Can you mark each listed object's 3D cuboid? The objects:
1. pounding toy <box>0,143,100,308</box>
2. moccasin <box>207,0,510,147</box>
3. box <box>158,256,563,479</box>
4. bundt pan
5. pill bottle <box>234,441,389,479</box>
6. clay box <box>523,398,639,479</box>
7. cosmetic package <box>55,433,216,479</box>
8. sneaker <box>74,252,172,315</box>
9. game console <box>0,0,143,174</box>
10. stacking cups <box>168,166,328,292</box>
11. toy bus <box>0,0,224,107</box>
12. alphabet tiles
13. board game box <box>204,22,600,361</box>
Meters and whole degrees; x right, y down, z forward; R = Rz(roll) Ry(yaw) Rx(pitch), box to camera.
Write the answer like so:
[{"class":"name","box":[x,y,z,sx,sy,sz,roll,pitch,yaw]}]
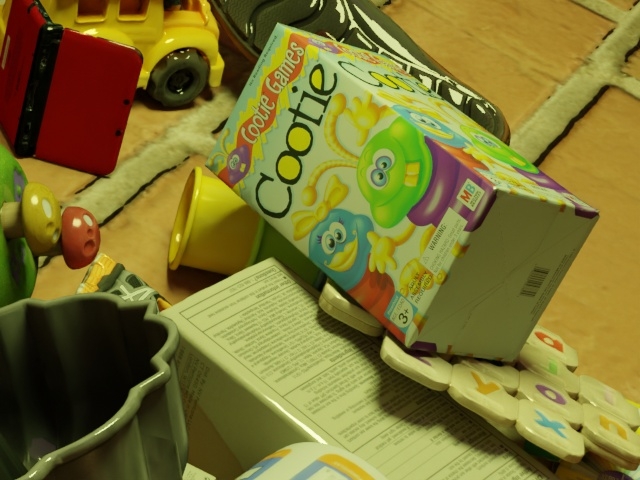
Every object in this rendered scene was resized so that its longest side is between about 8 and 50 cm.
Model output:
[{"class":"pounding toy","box":[-0.239,-0.033,1.342,0.110,0.236,0.183,-5,20,6]},{"class":"moccasin","box":[0.034,-0.183,1.774,0.380,0.139,0.147,33,-8,11]},{"class":"box","box":[0.017,0.162,1.319,0.311,0.121,0.148,38,39,24]},{"class":"bundt pan","box":[-0.230,0.160,1.112,0.331,0.124,0.331,-15,19,5]},{"class":"pill bottle","box":[-0.062,0.254,1.134,0.152,0.152,0.272,35,39,21]},{"class":"clay box","box":[0.276,0.200,1.452,0.222,0.053,0.127,22,33,6]},{"class":"cosmetic package","box":[-0.141,0.180,1.275,0.115,0.060,0.041,27,34,8]},{"class":"sneaker","box":[-0.166,0.077,1.365,0.083,0.084,0.215,28,24,-5]},{"class":"game console","box":[-0.236,-0.149,1.593,0.085,0.144,0.124,-4,41,-31]},{"class":"stacking cups","box":[0.025,0.023,1.548,0.316,0.096,0.096,16,35,-11]},{"class":"toy bus","box":[-0.192,-0.251,1.695,0.220,0.211,0.149,-5,41,-33]},{"class":"alphabet tiles","box":[0.131,0.094,1.392,0.284,0.021,0.278,28,16,-2]},{"class":"board game box","box":[0.059,-0.041,1.390,0.142,0.144,0.275,11,23,-47]}]
